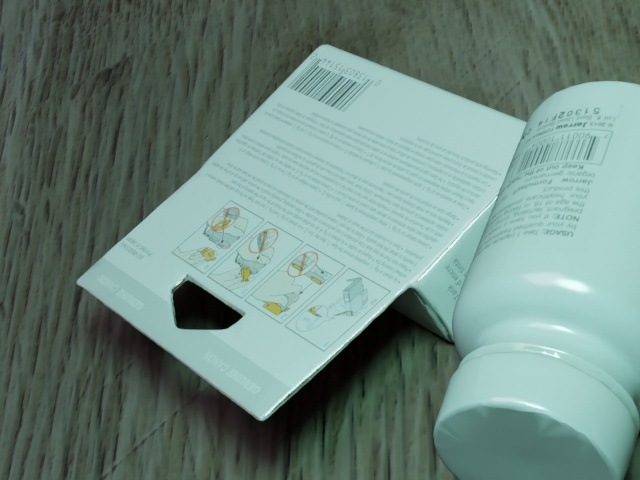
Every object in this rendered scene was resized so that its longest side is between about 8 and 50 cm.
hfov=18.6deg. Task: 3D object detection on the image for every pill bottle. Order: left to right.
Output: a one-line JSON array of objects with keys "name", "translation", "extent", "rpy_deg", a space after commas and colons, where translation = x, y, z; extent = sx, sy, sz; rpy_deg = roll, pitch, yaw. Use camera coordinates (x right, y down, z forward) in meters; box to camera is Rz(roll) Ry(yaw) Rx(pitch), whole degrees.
[{"name": "pill bottle", "translation": [0.145, 0.033, 1.082], "extent": [0.131, 0.131, 0.229], "rpy_deg": [-9, 42, 37]}]

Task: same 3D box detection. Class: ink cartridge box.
[{"name": "ink cartridge box", "translation": [0.000, 0.000, 1.323], "extent": [0.261, 0.066, 0.296], "rpy_deg": [-45, 33, -10]}]
